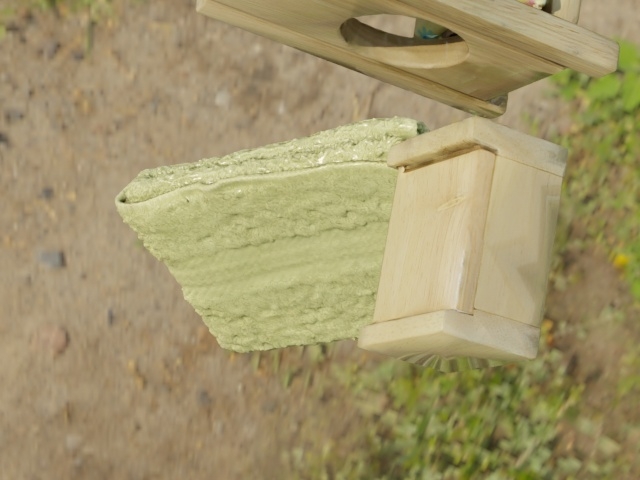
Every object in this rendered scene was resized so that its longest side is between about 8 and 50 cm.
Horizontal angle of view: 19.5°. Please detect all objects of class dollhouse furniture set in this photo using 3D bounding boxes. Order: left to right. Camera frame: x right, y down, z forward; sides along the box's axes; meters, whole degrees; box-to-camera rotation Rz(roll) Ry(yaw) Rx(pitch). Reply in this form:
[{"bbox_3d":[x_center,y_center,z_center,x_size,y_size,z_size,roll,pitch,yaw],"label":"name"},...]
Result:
[{"bbox_3d":[0.043,-0.077,0.418,0.101,0.161,0.182,18,73,-25],"label":"dollhouse furniture set"}]

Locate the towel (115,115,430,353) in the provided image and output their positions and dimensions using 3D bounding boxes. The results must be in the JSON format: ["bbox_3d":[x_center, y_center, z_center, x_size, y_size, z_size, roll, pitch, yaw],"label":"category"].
[{"bbox_3d":[0.000,0.000,0.760,0.148,0.110,0.027,-12,41,28],"label":"towel"}]
